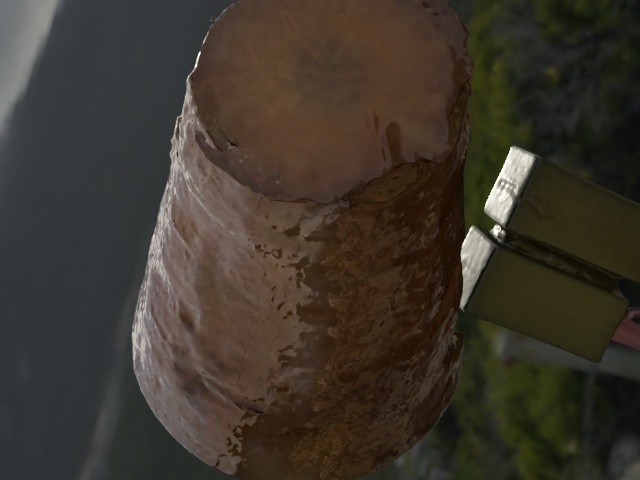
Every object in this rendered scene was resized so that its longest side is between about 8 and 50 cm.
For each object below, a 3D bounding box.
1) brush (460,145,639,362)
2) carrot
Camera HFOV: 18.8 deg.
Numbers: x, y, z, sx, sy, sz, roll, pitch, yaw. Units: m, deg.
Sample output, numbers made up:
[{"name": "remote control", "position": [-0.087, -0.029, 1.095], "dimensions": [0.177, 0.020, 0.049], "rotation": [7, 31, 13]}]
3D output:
[{"name": "brush", "position": [0.200, 0.032, 1.194], "dimensions": [0.103, 0.233, 0.047], "rotation": [-65, 21, 8]}, {"name": "carrot", "position": [0.000, 0.000, 1.015], "dimensions": [0.254, 0.196, 0.196], "rotation": [102, -179, -60]}]
